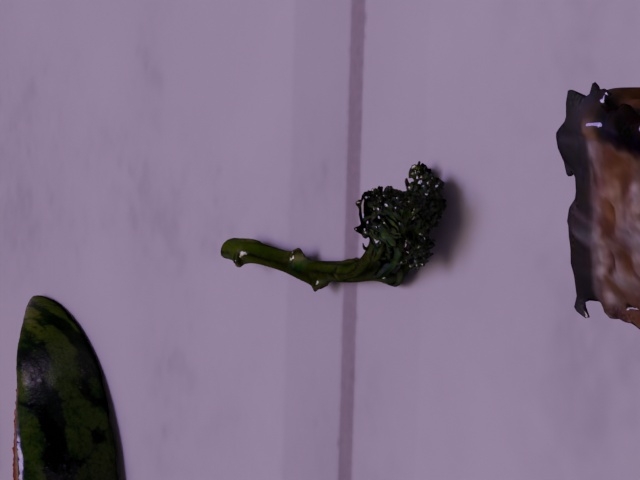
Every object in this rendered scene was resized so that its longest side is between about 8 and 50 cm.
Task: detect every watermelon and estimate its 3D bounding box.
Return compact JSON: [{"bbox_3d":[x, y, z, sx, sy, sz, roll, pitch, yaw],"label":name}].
[{"bbox_3d":[-0.172,0.151,1.127,0.119,0.063,0.245,152,112,-67],"label":"watermelon"}]

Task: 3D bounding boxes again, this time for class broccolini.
[{"bbox_3d":[0.003,0.007,0.875,0.194,0.054,0.052,-19,94,56],"label":"broccolini"}]

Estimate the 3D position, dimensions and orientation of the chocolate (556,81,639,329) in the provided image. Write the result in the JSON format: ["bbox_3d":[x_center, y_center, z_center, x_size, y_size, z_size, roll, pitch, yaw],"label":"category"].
[{"bbox_3d":[0.197,0.030,0.575,0.329,0.065,0.102,33,137,51],"label":"chocolate"}]
